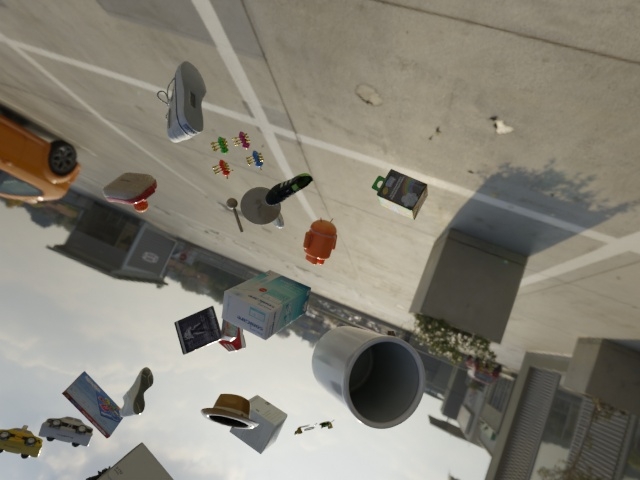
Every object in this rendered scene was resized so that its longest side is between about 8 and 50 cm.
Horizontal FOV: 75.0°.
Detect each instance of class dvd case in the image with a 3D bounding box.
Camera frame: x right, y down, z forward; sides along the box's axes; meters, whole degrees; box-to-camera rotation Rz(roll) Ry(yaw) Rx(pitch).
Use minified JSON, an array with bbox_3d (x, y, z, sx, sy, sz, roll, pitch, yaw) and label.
[{"bbox_3d":[-0.575,0.423,1.962,0.222,0.164,0.018,-24,166,12],"label":"dvd case"}]

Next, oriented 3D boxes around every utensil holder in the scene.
[{"bbox_3d":[0.169,0.513,1.657,0.328,0.327,0.385,26,169,-18],"label":"utensil holder"}]

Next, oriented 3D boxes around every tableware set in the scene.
[{"bbox_3d":[-0.023,0.721,1.596,0.154,0.024,0.104,-3,146,-20],"label":"tableware set"}]

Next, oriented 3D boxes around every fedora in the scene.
[{"bbox_3d":[-0.285,0.545,1.343,0.195,0.079,0.194,7,144,5],"label":"fedora"}]

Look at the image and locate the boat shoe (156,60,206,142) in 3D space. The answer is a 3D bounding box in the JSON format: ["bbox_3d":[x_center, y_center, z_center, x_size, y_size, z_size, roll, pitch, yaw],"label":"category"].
[{"bbox_3d":[-0.510,-0.492,1.513,0.157,0.366,0.136,-24,148,21],"label":"boat shoe"}]

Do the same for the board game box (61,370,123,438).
[{"bbox_3d":[-1.000,0.728,1.853,0.281,0.027,0.145,55,-167,-13],"label":"board game box"}]

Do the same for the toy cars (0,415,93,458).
[{"bbox_3d":[-1.092,0.762,1.648,0.395,0.176,0.087,-13,-150,1],"label":"toy cars"}]

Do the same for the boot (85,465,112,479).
[{"bbox_3d":[-0.757,0.854,1.443,0.045,0.121,0.099,0,180,36],"label":"boot"}]

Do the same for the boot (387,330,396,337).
[{"bbox_3d":[0.310,0.456,1.943,0.037,0.114,0.106,-28,116,38],"label":"boot"}]

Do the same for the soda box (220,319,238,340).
[{"bbox_3d":[-0.414,0.365,1.919,0.058,0.183,0.063,21,140,-28],"label":"soda box"}]

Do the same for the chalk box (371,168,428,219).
[{"bbox_3d":[0.321,-0.199,1.733,0.213,0.132,0.132,28,174,21],"label":"chalk box"}]

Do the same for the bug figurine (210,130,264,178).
[{"bbox_3d":[-0.425,-0.438,2.128,0.280,0.216,0.072,-11,-159,14],"label":"bug figurine"}]

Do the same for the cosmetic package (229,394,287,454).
[{"bbox_3d":[-0.279,0.829,1.893,0.184,0.151,0.151,26,-176,19],"label":"cosmetic package"}]

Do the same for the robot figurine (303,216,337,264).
[{"bbox_3d":[0.001,0.000,1.885,0.158,0.219,0.128,14,-166,-6],"label":"robot figurine"}]

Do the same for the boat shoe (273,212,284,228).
[{"bbox_3d":[-0.267,-0.142,2.137,0.076,0.083,0.226,-14,-128,-31],"label":"boat shoe"}]

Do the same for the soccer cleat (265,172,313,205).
[{"bbox_3d":[-0.106,-0.175,1.401,0.060,0.179,0.072,60,170,-17],"label":"soccer cleat"}]

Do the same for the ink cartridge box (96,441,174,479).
[{"bbox_3d":[-0.449,0.586,0.963,0.128,0.176,0.127,45,-146,7],"label":"ink cartridge box"}]

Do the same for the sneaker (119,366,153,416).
[{"bbox_3d":[-0.497,0.404,1.120,0.152,0.061,0.053,-95,-20,-60],"label":"sneaker"}]

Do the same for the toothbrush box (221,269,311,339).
[{"bbox_3d":[-0.208,0.243,1.640,0.217,0.126,0.296,21,-158,25],"label":"toothbrush box"}]

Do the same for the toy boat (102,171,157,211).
[{"bbox_3d":[-0.740,-0.178,1.657,0.231,0.151,0.151,10,136,31],"label":"toy boat"}]

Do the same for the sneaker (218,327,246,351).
[{"bbox_3d":[-0.463,0.461,2.119,0.128,0.221,0.087,-14,175,-25],"label":"sneaker"}]

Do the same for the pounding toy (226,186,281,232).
[{"bbox_3d":[-0.297,-0.165,1.937,0.110,0.237,0.182,-92,-20,-65],"label":"pounding toy"}]
